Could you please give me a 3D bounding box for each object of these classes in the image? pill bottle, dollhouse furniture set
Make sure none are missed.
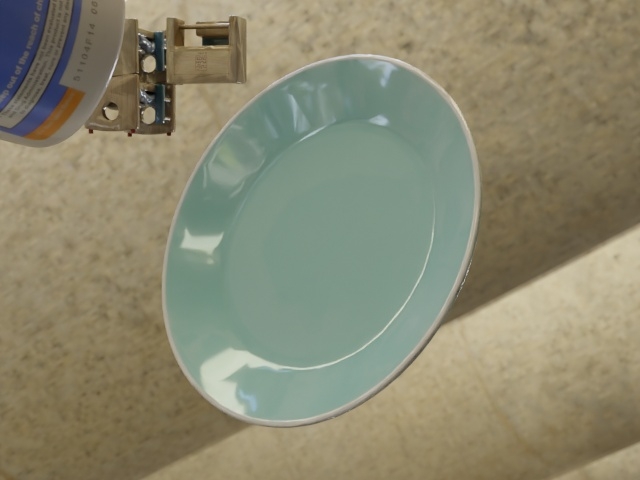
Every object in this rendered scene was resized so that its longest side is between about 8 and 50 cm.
[{"bbox_3d":[-0.275,-0.160,0.851,0.272,0.152,0.152,15,-129,-43],"label":"pill bottle"},{"bbox_3d":[-0.164,-0.187,1.547,0.129,0.183,0.129,-11,-79,-75],"label":"dollhouse furniture set"}]

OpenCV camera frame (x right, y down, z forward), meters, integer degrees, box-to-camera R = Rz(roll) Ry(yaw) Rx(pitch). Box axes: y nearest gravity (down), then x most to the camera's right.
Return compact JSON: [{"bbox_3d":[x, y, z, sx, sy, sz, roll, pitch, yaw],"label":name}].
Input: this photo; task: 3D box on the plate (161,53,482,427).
[{"bbox_3d":[0.000,0.000,0.642,0.024,0.188,0.188,30,-139,-47],"label":"plate"}]
